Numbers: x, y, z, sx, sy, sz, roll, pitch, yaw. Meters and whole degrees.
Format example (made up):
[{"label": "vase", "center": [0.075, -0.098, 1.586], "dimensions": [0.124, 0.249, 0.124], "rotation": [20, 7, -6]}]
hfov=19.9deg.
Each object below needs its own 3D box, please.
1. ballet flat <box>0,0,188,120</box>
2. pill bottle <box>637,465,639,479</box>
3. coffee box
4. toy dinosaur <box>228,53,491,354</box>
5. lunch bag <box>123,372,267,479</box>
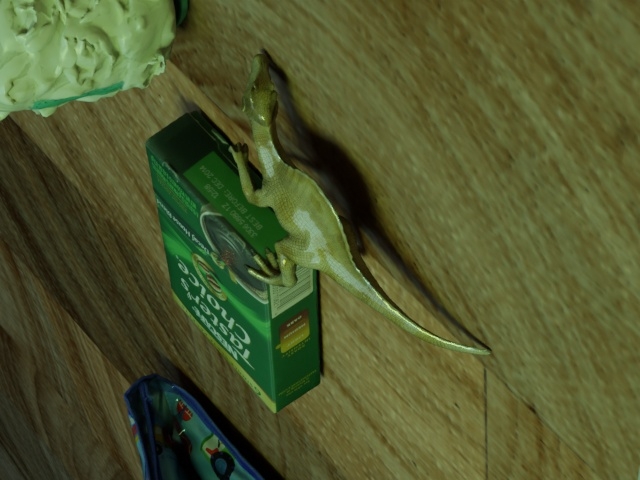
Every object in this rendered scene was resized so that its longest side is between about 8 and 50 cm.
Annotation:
[{"label": "ballet flat", "center": [-0.228, -0.232, 0.935], "dimensions": [0.409, 0.147, 0.147], "rotation": [53, 162, 9]}, {"label": "pill bottle", "center": [0.172, 0.043, 0.345], "dimensions": [0.169, 0.169, 0.301], "rotation": [53, 162, 4]}, {"label": "coffee box", "center": [-0.049, 0.017, 1.075], "dimensions": [0.113, 0.040, 0.184], "rotation": [47, 161, 22]}, {"label": "toy dinosaur", "center": [0.000, 0.000, 0.900], "dimensions": [0.183, 0.053, 0.092], "rotation": [55, 161, 1]}, {"label": "lunch bag", "center": [-0.069, 0.252, 1.471], "dimensions": [0.293, 0.138, 0.221], "rotation": [57, 168, 38]}]
